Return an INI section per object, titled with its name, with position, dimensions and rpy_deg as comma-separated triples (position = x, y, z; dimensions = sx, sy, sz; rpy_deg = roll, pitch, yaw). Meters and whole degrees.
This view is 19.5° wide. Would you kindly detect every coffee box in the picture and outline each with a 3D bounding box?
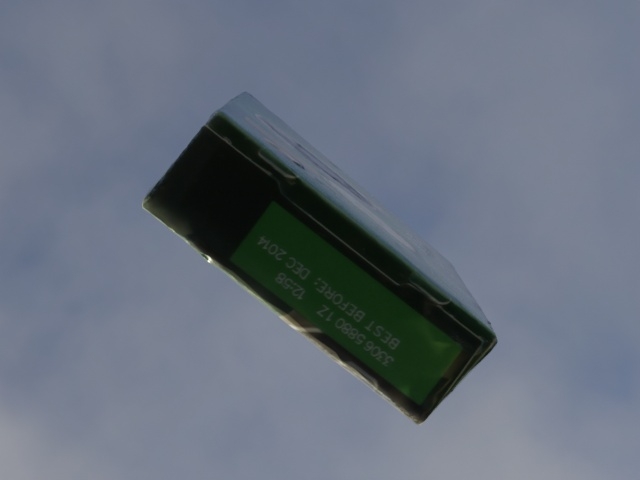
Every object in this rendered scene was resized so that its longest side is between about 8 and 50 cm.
[coffee box]
position = 0.000, 0.000, 0.638
dimensions = 0.113, 0.184, 0.040
rpy_deg = 39, -85, -5
